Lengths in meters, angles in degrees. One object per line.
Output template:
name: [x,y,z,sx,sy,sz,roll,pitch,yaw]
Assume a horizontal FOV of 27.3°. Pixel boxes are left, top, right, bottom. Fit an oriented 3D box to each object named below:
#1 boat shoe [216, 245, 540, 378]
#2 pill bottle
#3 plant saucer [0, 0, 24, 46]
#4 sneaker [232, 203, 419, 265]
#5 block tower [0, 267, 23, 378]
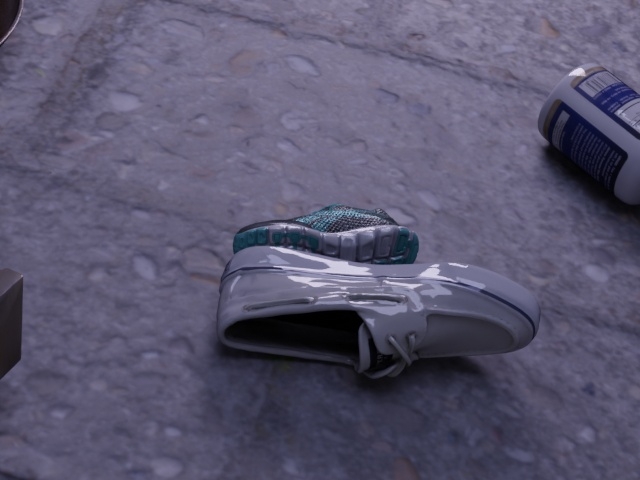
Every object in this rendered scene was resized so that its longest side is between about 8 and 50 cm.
boat shoe: [0.046,0.068,1.082,0.267,0.096,0.088,11,47,-1]
pill bottle: [0.307,-0.095,1.317,0.094,0.094,0.169,-24,54,-33]
plant saucer: [-0.452,-0.232,1.304,0.310,0.050,0.311,7,44,-6]
sneaker: [0.000,0.000,1.177,0.166,0.065,0.076,1,28,-17]
block tower: [-0.382,0.010,0.967,0.335,0.091,0.097,25,43,13]
